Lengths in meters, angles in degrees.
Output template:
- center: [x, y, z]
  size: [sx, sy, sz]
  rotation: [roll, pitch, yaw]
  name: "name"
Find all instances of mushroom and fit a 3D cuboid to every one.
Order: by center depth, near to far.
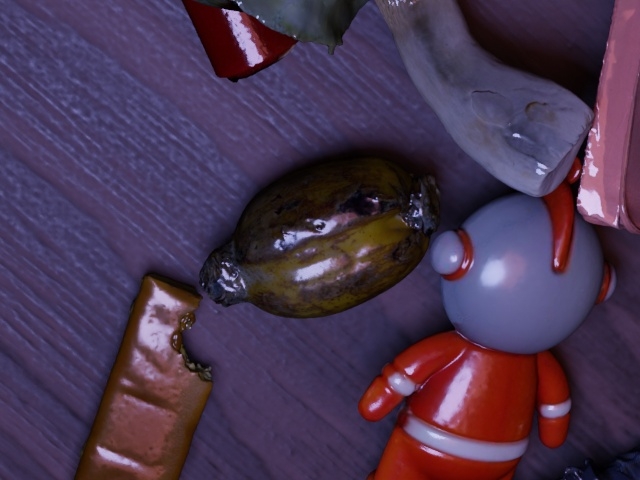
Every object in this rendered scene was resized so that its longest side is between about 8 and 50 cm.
- center: [0.117, -0.132, 1.499]
  size: [0.223, 0.081, 0.092]
  rotation: [49, 126, 14]
  name: "mushroom"

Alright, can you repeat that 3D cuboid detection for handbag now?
- center: [0.290, -0.108, 1.520]
  size: [0.157, 0.059, 0.212]
  rotation: [7, 97, -37]
  name: "handbag"

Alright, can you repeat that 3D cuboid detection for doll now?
- center: [0.142, 0.078, 1.577]
  size: [0.199, 0.105, 0.336]
  rotation: [10, 112, -24]
  name: "doll"

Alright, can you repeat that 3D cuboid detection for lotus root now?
- center: [0.000, 0.000, 1.545]
  size: [0.209, 0.120, 0.120]
  rotation: [-20, 106, 4]
  name: "lotus root"

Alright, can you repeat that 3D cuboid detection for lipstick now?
- center: [-0.098, -0.244, 1.488]
  size: [0.080, 0.080, 0.241]
  rotation: [-26, 106, 3]
  name: "lipstick"

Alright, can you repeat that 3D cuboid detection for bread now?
- center: [-0.144, 0.141, 1.605]
  size: [0.088, 0.049, 0.226]
  rotation: [19, 102, -9]
  name: "bread"

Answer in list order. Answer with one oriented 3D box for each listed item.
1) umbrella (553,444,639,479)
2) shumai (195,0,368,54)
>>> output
- center: [0.249, 0.213, 1.631]
  size: [0.224, 0.071, 0.080]
  rotation: [-16, 101, -15]
  name: "umbrella"
- center: [-0.009, -0.314, 1.333]
  size: [0.395, 0.395, 0.348]
  rotation: [39, 106, -13]
  name: "shumai"
